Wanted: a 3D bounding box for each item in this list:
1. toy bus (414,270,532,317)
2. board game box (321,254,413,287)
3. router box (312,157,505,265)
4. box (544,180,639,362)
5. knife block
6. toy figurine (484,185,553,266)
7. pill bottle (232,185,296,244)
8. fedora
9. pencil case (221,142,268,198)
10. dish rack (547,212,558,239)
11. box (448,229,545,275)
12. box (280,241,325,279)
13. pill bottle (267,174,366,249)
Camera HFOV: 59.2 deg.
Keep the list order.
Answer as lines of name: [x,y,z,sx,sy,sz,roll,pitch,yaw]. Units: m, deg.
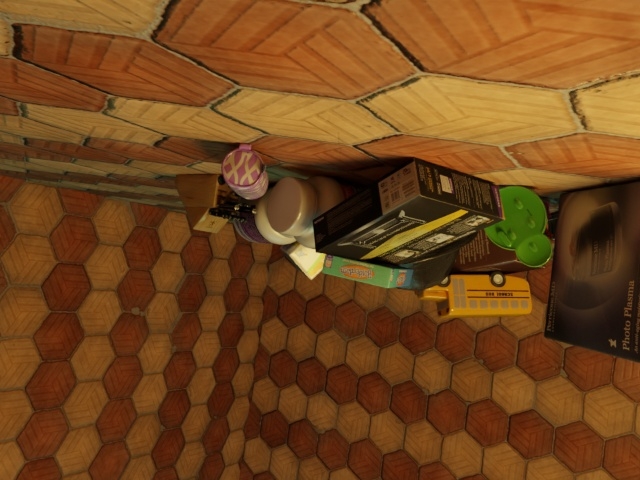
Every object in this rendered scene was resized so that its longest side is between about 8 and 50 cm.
toy bus: [0.459,0.166,1.710,0.333,0.130,0.108,1,166,-12]
board game box: [0.116,0.072,1.329,0.160,0.047,0.210,12,-179,23]
router box: [0.171,-0.043,1.147,0.243,0.080,0.309,11,154,-36]
box: [0.560,0.058,0.984,0.183,0.296,0.294,8,177,-10]
knife block: [-0.284,-0.149,1.590,0.088,0.242,0.275,12,-140,-47]
toy figurine: [0.441,-0.033,1.174,0.159,0.173,0.130,-8,154,-51]
pill bottle: [-0.130,-0.072,1.626,0.170,0.169,0.302,9,178,-27]
fedora: [0.273,0.036,1.565,0.335,0.152,0.334,-8,-156,4]
pencil case: [-0.152,-0.137,1.158,0.087,0.088,0.206,1,177,-4]
dish rack: [0.707,-0.021,1.363,0.272,0.074,0.208,6,179,5]
box: [0.480,0.045,1.779,0.382,0.143,0.191,-13,163,43]
box: [0.000,0.000,1.639,0.103,0.203,0.114,50,173,-20]
pill bottle: [0.037,-0.058,1.348,0.319,0.176,0.176,10,177,-40]
